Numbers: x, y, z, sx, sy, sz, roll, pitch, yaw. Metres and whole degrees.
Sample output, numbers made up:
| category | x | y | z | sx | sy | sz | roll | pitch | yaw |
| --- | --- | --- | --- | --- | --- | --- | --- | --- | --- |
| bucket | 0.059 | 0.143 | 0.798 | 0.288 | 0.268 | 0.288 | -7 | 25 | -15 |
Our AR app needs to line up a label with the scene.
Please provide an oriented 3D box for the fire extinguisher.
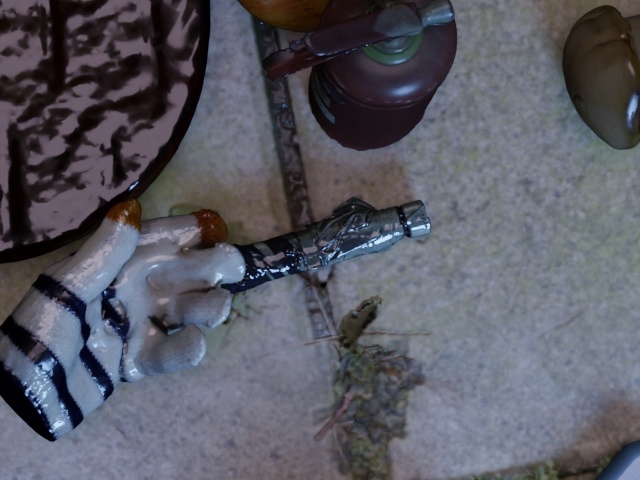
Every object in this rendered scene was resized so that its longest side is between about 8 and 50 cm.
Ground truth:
| category | x | y | z | sx | sy | sz | roll | pitch | yaw |
| --- | --- | --- | --- | --- | --- | --- | --- | --- | --- |
| fire extinguisher | 0.027 | -0.135 | 1.313 | 0.147 | 0.337 | 0.106 | -23 | 85 | -3 |

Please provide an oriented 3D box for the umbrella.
| category | x | y | z | sx | sy | sz | roll | pitch | yaw |
| --- | --- | --- | --- | --- | --- | --- | --- | --- | --- |
| umbrella | 0.000 | 0.000 | 1.446 | 0.188 | 0.046 | 0.050 | -16 | 106 | -4 |

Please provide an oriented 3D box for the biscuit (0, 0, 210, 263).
| category | x | y | z | sx | sy | sz | roll | pitch | yaw |
| --- | --- | --- | --- | --- | --- | --- | --- | --- | --- |
| biscuit | -0.292 | -0.179 | 1.432 | 0.408 | 0.091 | 0.407 | 0 | 84 | 0 |

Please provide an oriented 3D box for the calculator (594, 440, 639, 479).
| category | x | y | z | sx | sy | sz | roll | pitch | yaw |
| --- | --- | --- | --- | --- | --- | --- | --- | --- | --- |
| calculator | 0.255 | 0.266 | 1.438 | 0.121 | 0.039 | 0.210 | 42 | 85 | 0 |

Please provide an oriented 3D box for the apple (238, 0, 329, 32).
| category | x | y | z | sx | sy | sz | roll | pitch | yaw |
| --- | --- | --- | --- | --- | --- | --- | --- | --- | --- |
| apple | -0.020 | -0.245 | 1.420 | 0.147 | 0.146 | 0.146 | 0 | 85 | -2 |

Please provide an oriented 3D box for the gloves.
| category | x | y | z | sx | sy | sz | roll | pitch | yaw |
| --- | --- | --- | --- | --- | --- | --- | --- | --- | --- |
| gloves | -0.167 | 0.056 | 1.399 | 0.219 | 0.131 | 0.140 | -44 | 102 | -22 |

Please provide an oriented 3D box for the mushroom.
| category | x | y | z | sx | sy | sz | roll | pitch | yaw |
| --- | --- | --- | --- | --- | --- | --- | --- | --- | --- |
| mushroom | 0.411 | -0.157 | 1.431 | 0.408 | 0.137 | 0.154 | -13 | 98 | 0 |
